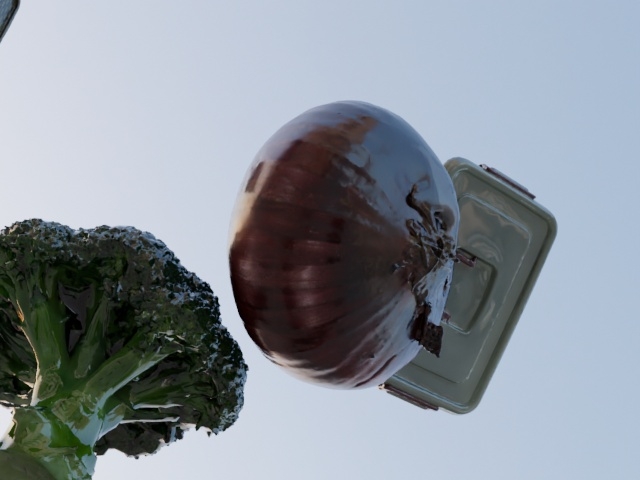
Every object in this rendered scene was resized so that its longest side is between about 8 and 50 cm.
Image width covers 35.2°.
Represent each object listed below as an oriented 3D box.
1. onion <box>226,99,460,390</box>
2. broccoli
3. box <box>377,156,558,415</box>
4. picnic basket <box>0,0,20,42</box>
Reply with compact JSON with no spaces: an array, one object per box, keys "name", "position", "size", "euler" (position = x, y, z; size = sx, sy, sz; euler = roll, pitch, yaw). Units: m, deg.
[{"name":"onion","position":[0.000,0.000,0.977],"size":[0.285,0.273,0.273],"euler":[13,-57,38]},{"name":"broccoli","position":[-0.228,0.117,0.958],"size":[0.297,0.297,0.298],"euler":[9,-58,15]},{"name":"box","position":[0.133,0.048,1.249],"size":[0.193,0.294,0.167],"euler":[28,-5,-28]},{"name":"picnic basket","position":[-0.506,-0.333,1.254],"size":[0.139,0.165,0.267],"euler":[10,-29,15]}]
